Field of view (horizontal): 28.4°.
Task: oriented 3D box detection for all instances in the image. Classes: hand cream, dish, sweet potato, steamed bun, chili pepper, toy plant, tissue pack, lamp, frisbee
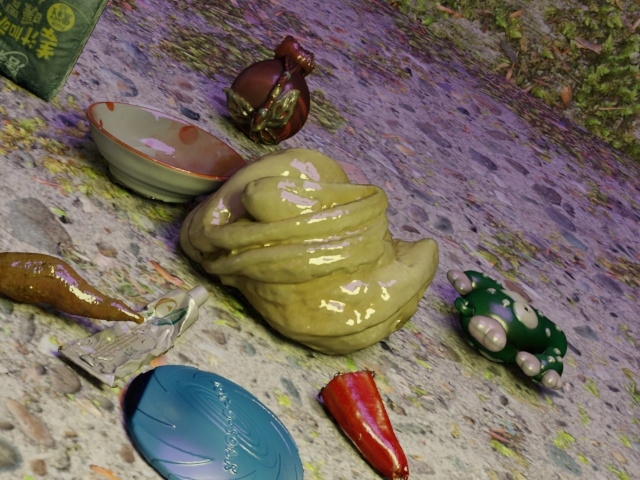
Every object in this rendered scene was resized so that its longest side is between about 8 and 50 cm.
[{"bbox_3d":[-0.223,0.115,1.593,0.084,0.050,0.257,37,33,11],"label":"hand cream"},{"bbox_3d":[-0.248,-0.121,1.947,0.260,0.085,0.260,22,17,-7],"label":"dish"},{"bbox_3d":[-0.321,0.053,1.547,0.226,0.068,0.068,17,27,-11],"label":"sweet potato"},{"bbox_3d":[-0.004,0.000,1.868,0.372,0.230,0.325,30,21,-3],"label":"steamed bun"},{"bbox_3d":[0.072,0.255,1.682,0.088,0.065,0.169,-5,47,-31],"label":"chili pepper"},{"bbox_3d":[0.312,0.145,2.111,0.243,0.112,0.232,34,19,-12],"label":"toy plant"},{"bbox_3d":[-0.442,-0.371,1.980,0.185,0.257,0.081,32,26,-5],"label":"tissue pack"},{"bbox_3d":[-0.087,-0.257,2.340,0.151,0.215,0.223,49,48,1],"label":"lamp"},{"bbox_3d":[-0.120,0.226,1.517,0.242,0.045,0.242,27,23,-13],"label":"frisbee"}]
